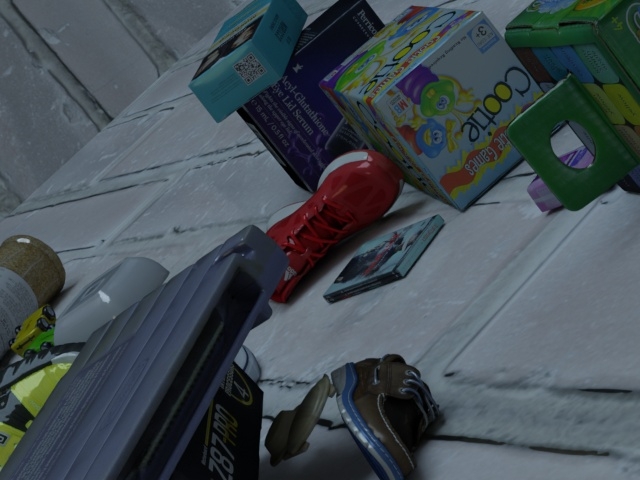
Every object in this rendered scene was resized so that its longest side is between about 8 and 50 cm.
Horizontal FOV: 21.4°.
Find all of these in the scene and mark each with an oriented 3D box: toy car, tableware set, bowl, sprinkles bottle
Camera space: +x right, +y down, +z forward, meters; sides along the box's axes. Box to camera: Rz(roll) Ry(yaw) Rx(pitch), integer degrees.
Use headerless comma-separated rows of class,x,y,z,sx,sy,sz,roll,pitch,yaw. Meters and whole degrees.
toy car,-0.382,0.159,2.261,0.225,0.053,0.239,-23,23,47
tableware set,-0.033,0.181,1.311,0.168,0.020,0.141,-66,11,-16
bowl,-0.266,0.079,2.091,0.142,0.053,0.142,-34,13,34
sprinkles bottle,-0.513,0.134,2.520,0.121,0.121,0.355,-27,19,39

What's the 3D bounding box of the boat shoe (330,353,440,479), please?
boat shoe,0.052,0.124,1.280,0.066,0.066,0.183,-30,20,2

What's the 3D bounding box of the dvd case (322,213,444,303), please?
dvd case,0.062,0.019,1.669,0.119,0.013,0.087,-20,24,50

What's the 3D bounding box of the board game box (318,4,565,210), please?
board game box,0.118,-0.146,1.758,0.144,0.142,0.275,-41,15,-3

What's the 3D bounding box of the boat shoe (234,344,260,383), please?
boat shoe,-0.112,0.135,1.624,0.083,0.076,0.226,-37,15,10

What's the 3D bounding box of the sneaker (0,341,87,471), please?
sneaker,-0.349,0.258,1.805,0.385,0.145,0.147,-37,45,1

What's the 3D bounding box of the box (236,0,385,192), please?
box,0.010,-0.185,2.119,0.207,0.153,0.108,-41,15,-4

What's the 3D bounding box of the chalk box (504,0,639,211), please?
chalk box,0.277,-0.147,1.308,0.289,0.180,0.179,-43,15,-8

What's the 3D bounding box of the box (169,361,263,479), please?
box,-0.213,0.283,1.346,0.395,0.097,0.318,-42,16,14

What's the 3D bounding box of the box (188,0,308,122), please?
box,-0.086,-0.234,2.078,0.100,0.060,0.244,-34,16,20

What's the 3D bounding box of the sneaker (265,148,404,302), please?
sneaker,0.000,0.000,1.781,0.221,0.087,0.128,-42,17,48

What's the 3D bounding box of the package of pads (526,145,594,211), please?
package of pads,0.223,-0.058,1.463,0.083,0.032,0.050,-23,19,48

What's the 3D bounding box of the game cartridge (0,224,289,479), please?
game cartridge,-0.162,0.153,1.258,0.230,0.068,0.355,-38,16,39
